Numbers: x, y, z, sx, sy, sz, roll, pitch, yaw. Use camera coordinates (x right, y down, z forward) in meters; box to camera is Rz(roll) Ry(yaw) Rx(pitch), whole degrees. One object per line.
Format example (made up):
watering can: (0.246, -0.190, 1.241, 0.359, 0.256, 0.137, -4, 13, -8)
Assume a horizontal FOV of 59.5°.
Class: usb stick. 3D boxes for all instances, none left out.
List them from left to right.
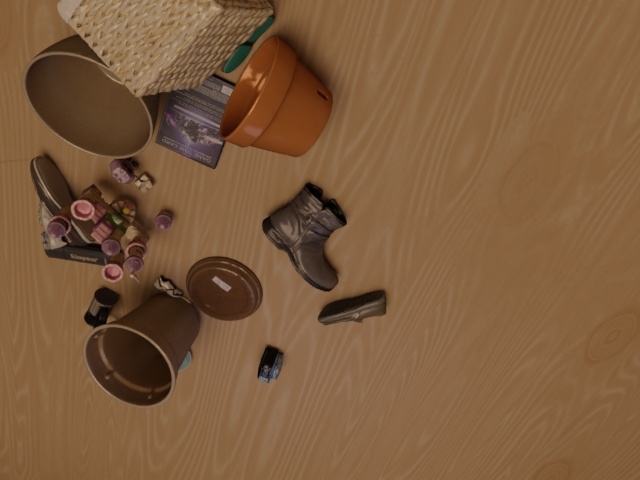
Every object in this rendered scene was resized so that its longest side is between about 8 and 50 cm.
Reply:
usb stick: (-0.830, 0.045, 1.959, 0.278, 0.045, 0.077, 9, 122, 4)

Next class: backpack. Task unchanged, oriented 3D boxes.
backpack: (-0.188, 0.473, 2.084, 0.084, 0.105, 0.114, 20, 129, -1)

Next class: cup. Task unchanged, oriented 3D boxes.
cup: (-0.565, -0.416, 1.481, 0.332, 0.236, 0.331, 8, 141, 6)

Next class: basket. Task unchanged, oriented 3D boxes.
basket: (-0.344, -0.538, 1.303, 0.331, 0.328, 0.266, -34, 96, 27)

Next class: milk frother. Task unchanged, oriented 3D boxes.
milk frother: (-0.778, 0.265, 2.072, 0.143, 0.129, 0.134, 0, 137, -44)

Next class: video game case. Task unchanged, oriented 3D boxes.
video game case: (-0.356, -0.361, 1.630, 0.196, 0.026, 0.274, 24, 124, -6)

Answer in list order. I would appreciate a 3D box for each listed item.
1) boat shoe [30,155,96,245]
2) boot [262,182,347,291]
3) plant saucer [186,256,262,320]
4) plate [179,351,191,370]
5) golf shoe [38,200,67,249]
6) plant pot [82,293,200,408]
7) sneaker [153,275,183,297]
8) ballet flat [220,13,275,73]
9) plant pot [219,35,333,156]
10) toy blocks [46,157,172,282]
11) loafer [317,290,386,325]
boat shoe: (-0.858, -0.114, 1.824, 0.096, 0.112, 0.335, -15, 122, 13)
boot: (0.000, 0.000, 1.749, 0.223, 0.118, 0.338, -35, 115, 21)
plant saucer: (-0.343, 0.180, 1.964, 0.278, 0.041, 0.277, 5, 122, 8)
plate: (-0.591, 0.436, 2.180, 0.188, 0.024, 0.188, 4, 123, 7)
golf shoe: (-0.910, -0.057, 1.903, 0.086, 0.069, 0.176, -9, 109, -23)
plant pot: (-0.584, 0.349, 1.938, 0.334, 0.305, 0.333, 6, 117, 13)
sneaker: (-0.535, 0.165, 1.988, 0.109, 0.040, 0.043, 30, 106, -17)
ballet flat: (-0.204, -0.537, 1.476, 0.213, 0.072, 0.068, -41, 80, 28)
plant pot: (-0.104, -0.351, 1.460, 0.204, 0.290, 0.291, 24, 125, -26)
toy blocks: (-0.623, -0.039, 1.694, 0.309, 0.260, 0.288, -37, 116, 7)
loafer: (0.111, 0.249, 1.895, 0.251, 0.094, 0.087, -17, 114, 19)
